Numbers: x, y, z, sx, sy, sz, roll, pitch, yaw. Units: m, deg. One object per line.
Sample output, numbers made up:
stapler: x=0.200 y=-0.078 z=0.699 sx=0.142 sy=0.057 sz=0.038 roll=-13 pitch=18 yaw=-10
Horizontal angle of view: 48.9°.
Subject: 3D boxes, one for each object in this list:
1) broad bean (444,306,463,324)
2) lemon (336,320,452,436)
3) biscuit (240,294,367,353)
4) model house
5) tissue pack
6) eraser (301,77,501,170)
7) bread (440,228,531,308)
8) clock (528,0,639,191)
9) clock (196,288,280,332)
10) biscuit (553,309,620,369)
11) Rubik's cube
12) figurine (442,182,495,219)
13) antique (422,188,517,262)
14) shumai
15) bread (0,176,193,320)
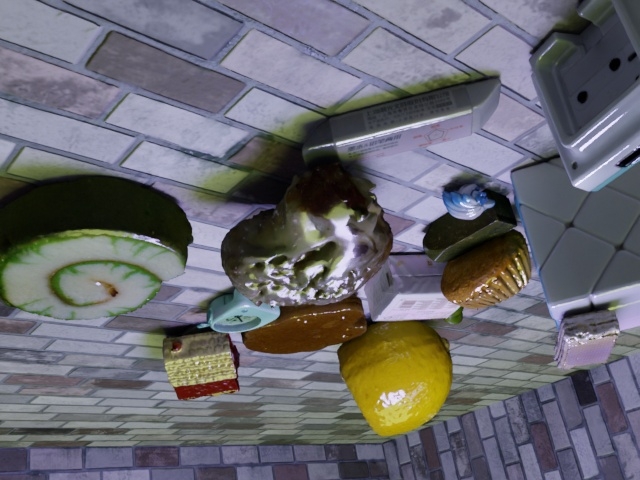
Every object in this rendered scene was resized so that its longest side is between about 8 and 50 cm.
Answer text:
broad bean: x=0.369 y=0.183 z=2.069 sx=0.098 sy=0.056 sz=0.318 roll=-15 pitch=149 yaw=24
lemon: x=0.248 y=0.401 z=2.156 sx=0.364 sy=0.364 sz=0.364 roll=-9 pitch=154 yaw=-4
biscuit: x=-0.034 y=0.241 z=2.008 sx=0.381 sy=0.074 sz=0.359 roll=-30 pitch=150 yaw=30
model house: x=-0.334 y=0.335 z=1.988 sx=0.196 sy=0.160 sz=0.254 roll=-8 pitch=153 yaw=-4
tissue pack: x=0.253 y=0.123 z=1.816 sx=0.225 sy=0.124 sz=0.185 roll=-1 pitch=153 yaw=-19
eraser: x=0.139 y=-0.194 z=1.201 sx=0.352 sy=0.061 sz=0.089 roll=-13 pitch=155 yaw=4
bread: x=0.391 y=0.071 z=1.649 sx=0.139 sy=0.240 sz=0.240 roll=46 pitch=133 yaw=-7
clock: x=0.429 y=-0.236 z=1.036 sx=0.116 sy=0.231 sz=0.262 roll=6 pitch=150 yaw=-22
clock: x=-0.225 y=0.191 z=1.839 sx=0.211 sy=0.066 sz=0.159 roll=-25 pitch=151 yaw=28
biscuit: x=0.542 y=0.207 z=1.445 sx=0.108 sy=0.062 sz=0.239 roll=-12 pitch=153 yaw=9
Rubik's cube: x=0.610 y=0.003 z=1.489 sx=0.318 sy=0.322 sz=0.316 roll=-18 pitch=155 yaw=17
figurine: x=0.303 y=-0.084 z=1.489 sx=0.114 sy=0.079 sz=0.114 roll=4 pitch=-172 yaw=-1
antique: x=0.326 y=-0.024 z=1.593 sx=0.080 sy=0.081 sz=0.221 roll=14 pitch=145 yaw=-39
shumai: x=0.001 y=0.000 z=1.298 sx=0.346 sy=0.217 sz=0.283 roll=-3 pitch=169 yaw=-18
bread: x=-0.433 y=0.023 z=1.346 sx=0.382 sy=0.129 sz=0.366 roll=-10 pitch=152 yaw=-4
